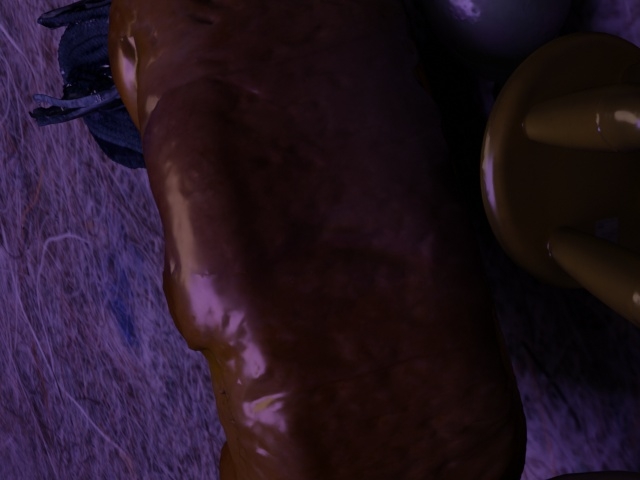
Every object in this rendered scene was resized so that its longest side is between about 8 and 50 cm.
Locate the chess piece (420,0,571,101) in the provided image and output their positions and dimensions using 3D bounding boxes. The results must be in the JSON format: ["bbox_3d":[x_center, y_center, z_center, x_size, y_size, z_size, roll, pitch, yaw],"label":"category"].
[{"bbox_3d":[0.063,-0.174,0.729,0.139,0.139,0.272,33,149,51],"label":"chess piece"}]

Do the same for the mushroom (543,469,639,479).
[{"bbox_3d":[0.101,0.273,0.730,0.314,0.336,0.314,167,90,-69],"label":"mushroom"}]

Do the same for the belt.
[{"bbox_3d":[-0.107,-0.105,1.079,0.218,0.128,0.122,7,117,63],"label":"belt"}]

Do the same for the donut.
[{"bbox_3d":[0.000,0.000,0.821,0.299,0.150,0.317,-80,-25,-79],"label":"donut"}]

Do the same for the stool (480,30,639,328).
[{"bbox_3d":[0.138,-0.027,0.679,0.135,0.134,0.110,30,170,-33],"label":"stool"}]
